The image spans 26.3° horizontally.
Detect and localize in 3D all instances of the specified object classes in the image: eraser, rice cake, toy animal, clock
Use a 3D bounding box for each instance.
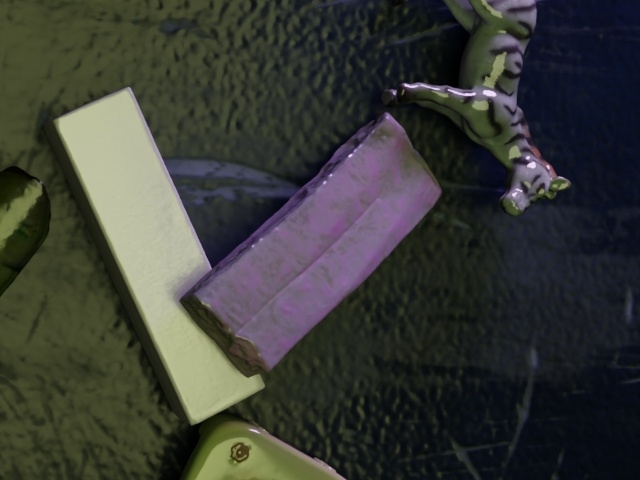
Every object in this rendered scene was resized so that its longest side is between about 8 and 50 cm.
[{"bbox_3d":[-0.151,0.014,1.239,0.078,0.076,0.298,-26,101,-16],"label":"eraser"},{"bbox_3d":[0.000,0.002,1.263,0.298,0.050,0.106,-45,106,-33],"label":"rice cake"},{"bbox_3d":[0.142,-0.148,1.332,0.169,0.090,0.255,-10,98,-23],"label":"toy animal"},{"bbox_3d":[-0.084,0.292,1.279,0.170,0.069,0.232,33,83,-18],"label":"clock"}]

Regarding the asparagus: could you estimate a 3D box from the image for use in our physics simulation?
[{"bbox_3d":[-0.345,0.085,1.174,0.082,0.085,0.343,36,85,-24],"label":"asparagus"}]
